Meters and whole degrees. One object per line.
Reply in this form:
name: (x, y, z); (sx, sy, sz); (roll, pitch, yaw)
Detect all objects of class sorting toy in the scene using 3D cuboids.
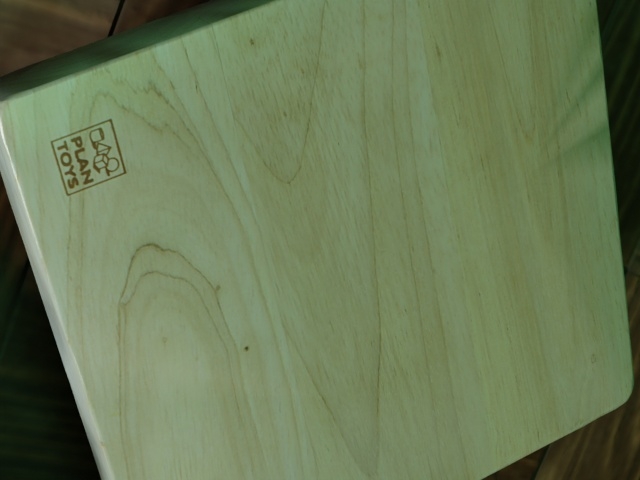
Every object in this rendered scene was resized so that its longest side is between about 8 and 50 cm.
sorting toy: (0.000, 0.000, 0.639); (0.256, 0.089, 0.257); (-24, 121, -20)
